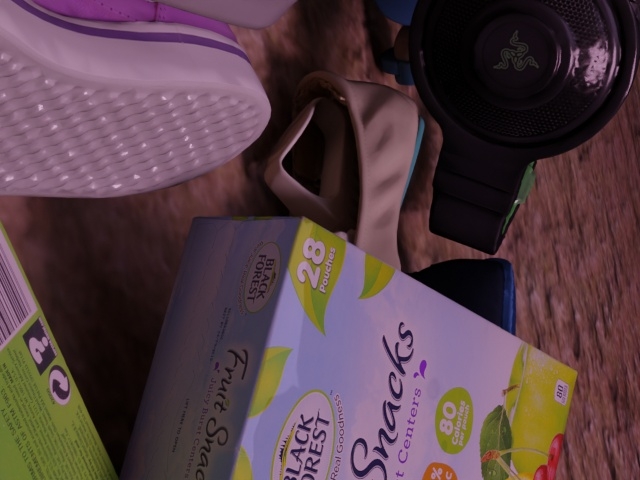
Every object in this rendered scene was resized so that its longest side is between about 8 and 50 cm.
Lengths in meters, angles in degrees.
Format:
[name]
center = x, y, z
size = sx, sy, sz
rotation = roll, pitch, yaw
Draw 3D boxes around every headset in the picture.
[headset]
center = 0.168, -0.150, 0.838
size = 0.394, 0.185, 0.243
rotation = 99, 15, -49

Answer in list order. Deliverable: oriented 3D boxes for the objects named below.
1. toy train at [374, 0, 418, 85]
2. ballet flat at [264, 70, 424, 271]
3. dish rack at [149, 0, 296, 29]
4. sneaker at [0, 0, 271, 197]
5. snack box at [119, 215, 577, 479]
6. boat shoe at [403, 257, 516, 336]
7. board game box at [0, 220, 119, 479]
[toy train]
center = 0.089, -0.215, 1.020
size = 0.248, 0.105, 0.143
rotation = -56, 140, -60
[ballet flat]
center = 0.000, 0.000, 0.736
size = 0.248, 0.086, 0.086
rotation = -82, 150, -43
[dish rack]
center = -0.130, -0.200, 0.398
size = 0.332, 0.072, 0.285
rotation = 60, 22, 17
[sneaker]
center = -0.140, -0.099, 0.450
size = 0.282, 0.102, 0.161
rotation = 4, 57, -64
[snack box]
center = 0.015, 0.106, 0.591
size = 0.207, 0.070, 0.174
rotation = 28, 70, -43
[boat shoe]
center = 0.068, 0.107, 0.814
size = 0.258, 0.089, 0.109
rotation = -74, 161, -60
[board game box]
center = -0.133, 0.095, 0.394
size = 0.259, 0.039, 0.124
rotation = -65, 137, -65
